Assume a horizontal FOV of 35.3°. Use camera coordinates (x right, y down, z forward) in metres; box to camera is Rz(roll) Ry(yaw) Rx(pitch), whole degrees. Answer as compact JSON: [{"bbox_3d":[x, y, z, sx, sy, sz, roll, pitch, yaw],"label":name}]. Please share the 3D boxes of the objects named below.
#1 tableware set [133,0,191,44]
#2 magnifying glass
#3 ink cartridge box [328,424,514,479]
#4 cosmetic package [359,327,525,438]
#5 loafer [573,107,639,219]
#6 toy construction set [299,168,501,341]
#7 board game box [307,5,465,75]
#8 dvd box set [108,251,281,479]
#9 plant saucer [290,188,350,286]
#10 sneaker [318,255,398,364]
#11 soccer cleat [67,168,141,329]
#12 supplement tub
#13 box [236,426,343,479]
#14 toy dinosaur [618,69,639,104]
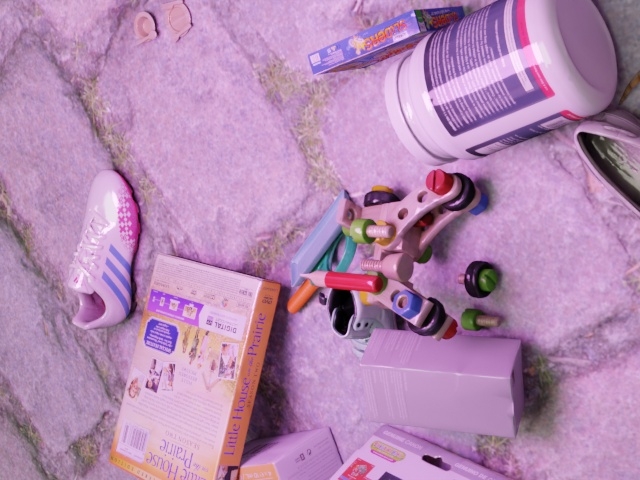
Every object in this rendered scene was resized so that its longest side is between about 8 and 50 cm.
[{"bbox_3d":[-0.302,-0.440,1.841,0.141,0.020,0.168,-9,98,40],"label":"tableware set"},{"bbox_3d":[0.002,0.056,1.728,0.231,0.026,0.092,-49,31,43],"label":"magnifying glass"},{"bbox_3d":[0.143,0.471,1.622,0.309,0.272,0.130,16,141,47],"label":"ink cartridge box"},{"bbox_3d":[0.190,0.217,1.546,0.238,0.107,0.127,3,124,17],"label":"cosmetic package"},{"bbox_3d":[0.457,-0.049,1.301,0.319,0.111,0.112,43,125,21],"label":"loafer"},{"bbox_3d":[0.089,0.023,1.510,0.237,0.309,0.257,3,97,43],"label":"toy construction set"},{"bbox_3d":[0.099,-0.297,1.494,0.201,0.136,0.035,-15,94,41],"label":"board game box"},{"bbox_3d":[-0.237,0.251,1.849,0.308,0.062,0.420,10,87,44],"label":"dvd box set"},{"bbox_3d":[0.000,0.000,1.717,0.192,0.018,0.067,-53,26,35],"label":"plant saucer"},{"bbox_3d":[0.064,0.165,1.651,0.094,0.151,0.255,3,107,36],"label":"sneaker"},{"bbox_3d":[-0.440,0.027,2.010,0.116,0.143,0.331,14,111,35],"label":"soccer cleat"},{"bbox_3d":[0.243,-0.222,1.366,0.272,0.191,0.191,-20,91,40],"label":"supplement tub"},{"bbox_3d":[-0.050,0.543,1.844,0.215,0.168,0.345,-19,92,40],"label":"box"},{"bbox_3d":[0.465,-0.231,1.273,0.212,0.064,0.112,0,105,38],"label":"toy dinosaur"}]
